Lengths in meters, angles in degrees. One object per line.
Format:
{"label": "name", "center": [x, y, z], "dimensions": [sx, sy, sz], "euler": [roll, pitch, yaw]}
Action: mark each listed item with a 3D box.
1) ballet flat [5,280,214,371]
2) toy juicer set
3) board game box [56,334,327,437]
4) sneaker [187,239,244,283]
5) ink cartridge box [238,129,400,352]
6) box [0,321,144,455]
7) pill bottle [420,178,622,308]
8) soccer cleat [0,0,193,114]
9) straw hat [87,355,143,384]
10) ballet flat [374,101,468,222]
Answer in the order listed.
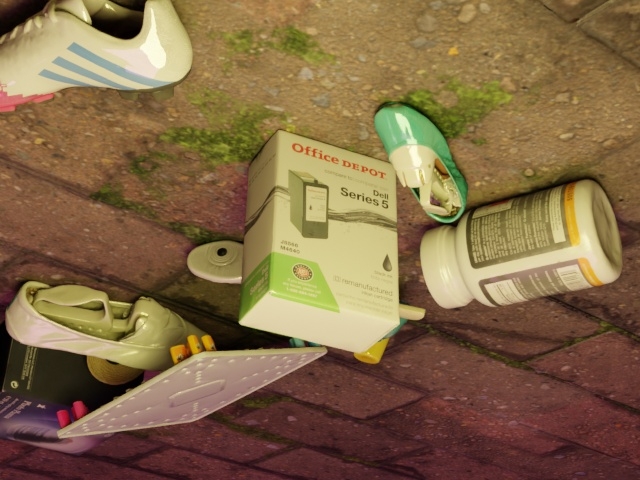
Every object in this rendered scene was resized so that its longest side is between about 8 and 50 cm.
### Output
{"label": "ballet flat", "center": [-0.387, 0.156, 1.943], "dimensions": [0.400, 0.139, 0.139], "euler": [11, 149, -13]}
{"label": "toy juicer set", "center": [0.058, 0.121, 1.881], "dimensions": [0.209, 0.089, 0.329], "euler": [19, 157, -4]}
{"label": "board game box", "center": [-0.243, 0.271, 1.972], "dimensions": [0.390, 0.050, 0.390], "euler": [-30, 161, 29]}
{"label": "sneaker", "center": [-0.115, 0.061, 1.780], "dimensions": [0.217, 0.079, 0.121], "euler": [-1, 149, 3]}
{"label": "ink cartridge box", "center": [0.000, 0.000, 1.471], "dimensions": [0.198, 0.272, 0.115], "euler": [15, 146, -22]}
{"label": "box", "center": [-0.565, 0.311, 2.158], "dimensions": [0.294, 0.182, 0.296], "euler": [20, 147, -30]}
{"label": "pill bottle", "center": [0.306, 0.014, 1.585], "dimensions": [0.279, 0.162, 0.162], "euler": [-15, 146, 29]}
{"label": "soccer cleat", "center": [-0.319, -0.243, 1.254], "dimensions": [0.331, 0.116, 0.143], "euler": [-3, 131, 10]}
{"label": "straw hat", "center": [-0.410, 0.213, 2.080], "dimensions": [0.144, 0.144, 0.061], "euler": [25, -175, -34]}
{"label": "ballet flat", "center": [0.151, -0.099, 1.470], "dimensions": [0.083, 0.087, 0.247], "euler": [-12, 147, 25]}
